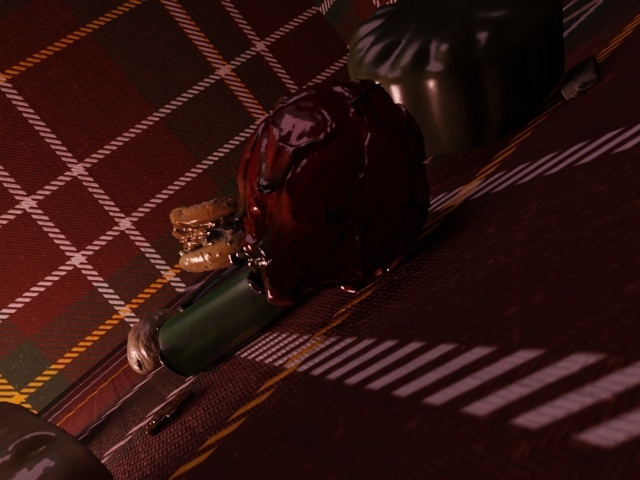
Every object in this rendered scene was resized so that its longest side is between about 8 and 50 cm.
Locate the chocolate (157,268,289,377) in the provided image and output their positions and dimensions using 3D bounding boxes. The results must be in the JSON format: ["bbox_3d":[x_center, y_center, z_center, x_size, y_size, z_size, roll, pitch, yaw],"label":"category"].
[{"bbox_3d":[-0.116,0.101,0.864,0.291,0.110,0.110,-34,9,15],"label":"chocolate"}]

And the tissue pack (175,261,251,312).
[{"bbox_3d":[-0.260,0.132,1.397,0.173,0.073,0.235,-40,8,-28],"label":"tissue pack"}]

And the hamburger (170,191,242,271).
[{"bbox_3d":[-0.262,-0.023,1.523,0.277,0.195,0.318,-15,-2,-25],"label":"hamburger"}]

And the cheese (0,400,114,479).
[{"bbox_3d":[-0.435,0.339,0.627,0.351,0.129,0.329,-42,27,-28],"label":"cheese"}]

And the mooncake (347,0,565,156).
[{"bbox_3d":[0.206,-0.300,0.913,0.352,0.187,0.351,-14,42,13],"label":"mooncake"}]

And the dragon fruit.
[{"bbox_3d":[0.015,-0.056,0.668,0.244,0.244,0.298,-25,34,60],"label":"dragon fruit"}]

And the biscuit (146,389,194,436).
[{"bbox_3d":[-0.222,0.247,0.807,0.082,0.016,0.092,-43,11,-25],"label":"biscuit"}]

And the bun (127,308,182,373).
[{"bbox_3d":[-0.393,0.227,1.317,0.167,0.113,0.173,-41,6,-12],"label":"bun"}]

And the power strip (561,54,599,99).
[{"bbox_3d":[0.374,-0.234,0.798,0.051,0.019,0.136,-31,11,36],"label":"power strip"}]
